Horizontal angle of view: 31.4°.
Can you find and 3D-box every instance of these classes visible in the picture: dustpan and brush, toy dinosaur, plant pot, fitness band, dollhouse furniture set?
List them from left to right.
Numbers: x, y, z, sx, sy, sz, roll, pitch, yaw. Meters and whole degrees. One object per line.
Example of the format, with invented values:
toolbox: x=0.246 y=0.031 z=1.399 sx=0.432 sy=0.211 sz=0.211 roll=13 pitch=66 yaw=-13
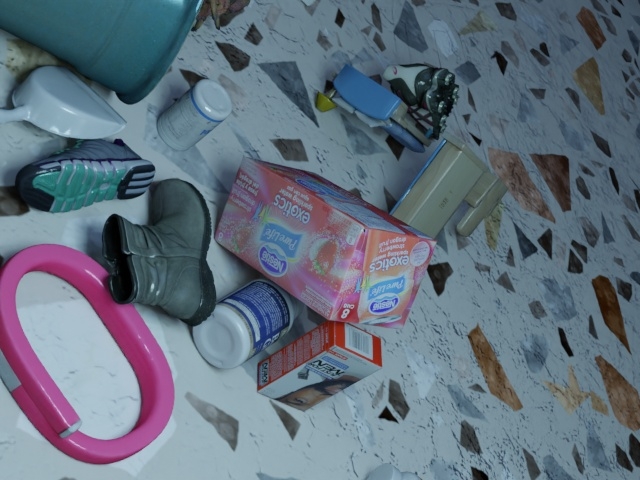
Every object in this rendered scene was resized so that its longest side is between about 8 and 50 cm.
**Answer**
dustpan and brush: x=-0.382 y=-0.181 z=1.549 sx=0.147 sy=0.060 sz=0.211 roll=42 pitch=20 yaw=18
plant pot: x=-0.356 y=-0.403 z=1.560 sx=0.334 sy=0.341 sz=0.341 roll=19 pitch=50 yaw=-26
fitness band: x=-0.299 y=0.138 z=1.422 sx=0.291 sy=0.054 sz=0.209 roll=57 pitch=37 yaw=0
toy dinosaur: x=-0.169 y=-0.439 z=1.940 sx=0.295 sy=0.127 sz=0.200 roll=-1 pitch=71 yaw=-61
dollhouse furniture set: x=0.132 y=-0.135 z=2.081 sx=0.303 sy=0.198 sz=0.286 roll=39 pitch=4 yaw=30

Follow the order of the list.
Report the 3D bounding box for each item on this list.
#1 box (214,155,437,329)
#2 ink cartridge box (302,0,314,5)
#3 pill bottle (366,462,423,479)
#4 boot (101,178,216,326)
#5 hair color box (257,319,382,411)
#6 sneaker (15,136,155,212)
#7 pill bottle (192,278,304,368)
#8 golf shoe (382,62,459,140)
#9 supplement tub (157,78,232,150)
box: x=0.000 y=0.000 z=1.647 sx=0.154 sy=0.142 sz=0.300 roll=11 pitch=15 yaw=-43
ink cartridge box: x=-0.042 y=-0.532 z=2.188 sx=0.135 sy=0.056 sz=0.099 roll=41 pitch=39 yaw=-18
pill bottle: x=0.137 y=0.396 z=1.675 sx=0.152 sy=0.086 sz=0.086 roll=41 pitch=40 yaw=-19
boot: x=-0.226 y=-0.008 z=1.548 sx=0.161 sy=0.083 sz=0.246 roll=28 pitch=38 yaw=-46
hair color box: x=-0.002 y=0.178 z=1.617 sx=0.093 sy=0.167 sz=0.053 roll=27 pitch=46 yaw=-32
sneaker: x=-0.336 y=-0.098 z=1.556 sx=0.098 sy=0.083 sz=0.223 roll=46 pitch=29 yaw=26
pill bottle: x=-0.096 y=0.110 z=1.626 sx=0.094 sy=0.094 sz=0.169 roll=57 pitch=38 yaw=2
golf shoe: x=0.196 y=-0.277 z=2.175 sx=0.273 sy=0.120 sz=0.105 roll=53 pitch=60 yaw=-73
supplement tub: x=-0.191 y=-0.191 z=1.734 sx=0.071 sy=0.107 sz=0.071 roll=27 pitch=46 yaw=-32
